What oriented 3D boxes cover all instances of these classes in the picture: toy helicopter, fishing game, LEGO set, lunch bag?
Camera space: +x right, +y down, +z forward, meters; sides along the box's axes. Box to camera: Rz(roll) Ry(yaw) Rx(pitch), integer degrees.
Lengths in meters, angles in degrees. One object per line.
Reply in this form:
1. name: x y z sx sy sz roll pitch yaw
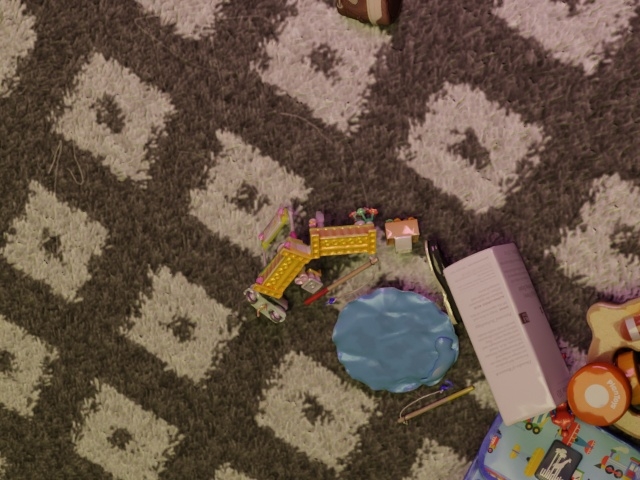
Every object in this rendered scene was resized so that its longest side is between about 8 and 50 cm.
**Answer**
1. toy helicopter: 0.474 0.096 1.625 0.235 0.140 0.355 11 99 22
2. fishing game: 0.111 0.143 1.809 0.189 0.041 0.264 -33 107 25
3. LEGO set: 0.000 0.000 1.792 0.287 0.107 0.132 -31 130 21
4. lunch bag: 0.324 0.361 1.781 0.221 0.138 0.293 27 98 10

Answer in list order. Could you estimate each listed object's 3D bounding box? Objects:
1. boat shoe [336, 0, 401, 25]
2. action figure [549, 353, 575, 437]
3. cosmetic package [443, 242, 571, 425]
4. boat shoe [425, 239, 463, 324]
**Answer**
1. boat shoe: 0.053 -0.413 1.617 0.095 0.095 0.257 9 111 23
2. action figure: 0.338 0.220 1.730 0.038 0.030 0.115 -5 71 6
3. cosmetic package: 0.261 0.125 1.681 0.085 0.117 0.231 -27 82 26
4. boat shoe: 0.186 0.055 1.754 0.042 0.049 0.133 -21 102 19
